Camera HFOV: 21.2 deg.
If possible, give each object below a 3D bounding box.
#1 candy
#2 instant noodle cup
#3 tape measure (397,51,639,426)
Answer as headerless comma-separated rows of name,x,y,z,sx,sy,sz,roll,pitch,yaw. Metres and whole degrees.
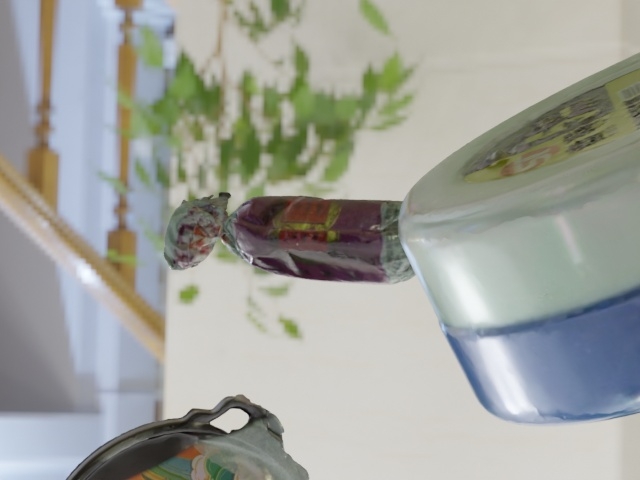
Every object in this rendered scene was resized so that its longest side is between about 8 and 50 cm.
candy,0.000,0.000,0.901,0.175,0.045,0.043,3,160,23
instant noodle cup,-0.098,0.190,1.077,0.177,0.208,0.125,39,172,-15
tape measure,0.135,-0.005,0.554,0.215,0.098,0.351,-25,-173,9
